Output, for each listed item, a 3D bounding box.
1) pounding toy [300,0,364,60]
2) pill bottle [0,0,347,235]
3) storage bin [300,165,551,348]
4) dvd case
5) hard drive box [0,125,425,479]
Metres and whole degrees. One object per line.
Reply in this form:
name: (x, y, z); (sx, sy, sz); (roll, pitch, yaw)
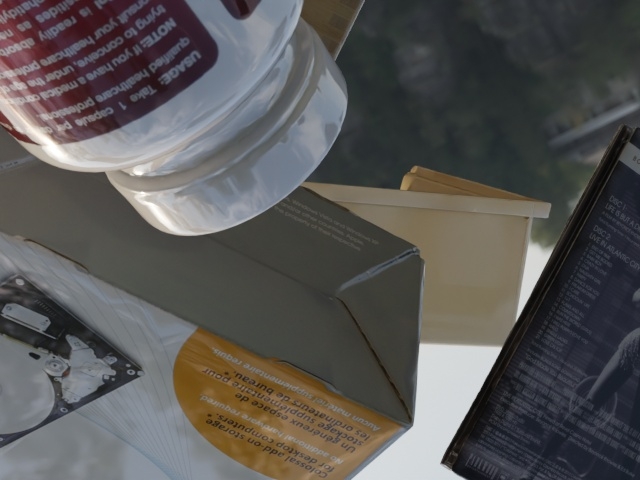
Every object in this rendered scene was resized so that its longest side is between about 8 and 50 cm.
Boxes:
pounding toy: (-0.081, -0.156, 0.810); (0.094, 0.206, 0.181); (-64, -172, 0)
pill bottle: (-0.058, -0.072, 0.335); (0.086, 0.152, 0.086); (-22, -139, 20)
storage bin: (0.000, 0.000, 1.188); (0.262, 0.123, 0.260); (3, -171, -23)
dvd case: (0.182, 0.067, 0.859); (0.221, 0.165, 0.018); (-61, -152, -4)
hard drive box: (-0.099, 0.061, 0.561); (0.232, 0.181, 0.089); (-48, -157, 39)
